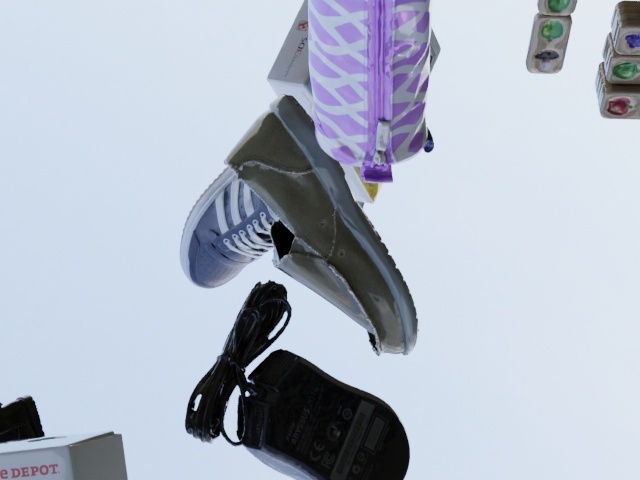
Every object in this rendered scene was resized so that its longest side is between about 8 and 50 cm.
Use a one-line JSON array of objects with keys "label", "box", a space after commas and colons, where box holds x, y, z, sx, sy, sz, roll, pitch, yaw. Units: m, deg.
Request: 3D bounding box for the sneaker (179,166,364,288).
[{"label": "sneaker", "box": [-0.054, -0.020, 1.692, 0.099, 0.282, 0.153, 14, -148, -40]}]

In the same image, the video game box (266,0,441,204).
[{"label": "video game box", "box": [0.037, -0.164, 1.389, 0.048, 0.187, 0.205, 10, 155, 26]}]

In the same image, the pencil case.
[{"label": "pencil case", "box": [0.033, -0.138, 1.004, 0.086, 0.206, 0.088, 0, -137, 4]}]

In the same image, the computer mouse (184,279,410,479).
[{"label": "computer mouse", "box": [-0.019, 0.183, 1.593, 0.272, 0.072, 0.188, 38, -114, -25]}]

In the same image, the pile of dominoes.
[{"label": "pile of dominoes", "box": [0.263, -0.192, 1.096, 0.195, 0.251, 0.040, 1, -132, -3]}]

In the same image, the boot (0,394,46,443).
[{"label": "boot", "box": [-0.366, 0.242, 1.736, 0.099, 0.045, 0.121, -19, -88, -38]}]

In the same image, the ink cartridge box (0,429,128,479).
[{"label": "ink cartridge box", "box": [-0.256, 0.293, 1.423, 0.087, 0.153, 0.208, -3, -96, -62]}]

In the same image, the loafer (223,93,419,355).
[{"label": "loafer", "box": [0.000, 0.000, 1.240, 0.251, 0.087, 0.094, 60, 179, -22]}]
